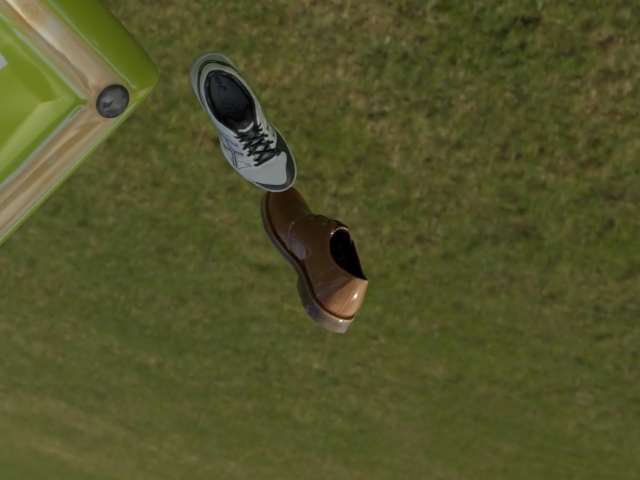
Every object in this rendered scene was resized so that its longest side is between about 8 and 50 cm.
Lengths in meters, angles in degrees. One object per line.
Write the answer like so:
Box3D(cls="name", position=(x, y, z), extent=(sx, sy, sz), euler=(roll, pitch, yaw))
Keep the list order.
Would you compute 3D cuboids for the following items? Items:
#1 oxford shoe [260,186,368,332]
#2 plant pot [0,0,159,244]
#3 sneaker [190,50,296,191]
Box3D(cls="oxford shoe", position=(0.000, 0.000, 1.249), extent=(0.076, 0.076, 0.212), euler=(13, -149, -37))
Box3D(cls="plant pot", position=(-0.230, -0.098, 0.574), extent=(0.207, 0.227, 0.228), euler=(42, 175, 45))
Box3D(cls="sneaker", position=(-0.040, -0.056, 0.600), extent=(0.083, 0.032, 0.037), euler=(55, -178, -21))
